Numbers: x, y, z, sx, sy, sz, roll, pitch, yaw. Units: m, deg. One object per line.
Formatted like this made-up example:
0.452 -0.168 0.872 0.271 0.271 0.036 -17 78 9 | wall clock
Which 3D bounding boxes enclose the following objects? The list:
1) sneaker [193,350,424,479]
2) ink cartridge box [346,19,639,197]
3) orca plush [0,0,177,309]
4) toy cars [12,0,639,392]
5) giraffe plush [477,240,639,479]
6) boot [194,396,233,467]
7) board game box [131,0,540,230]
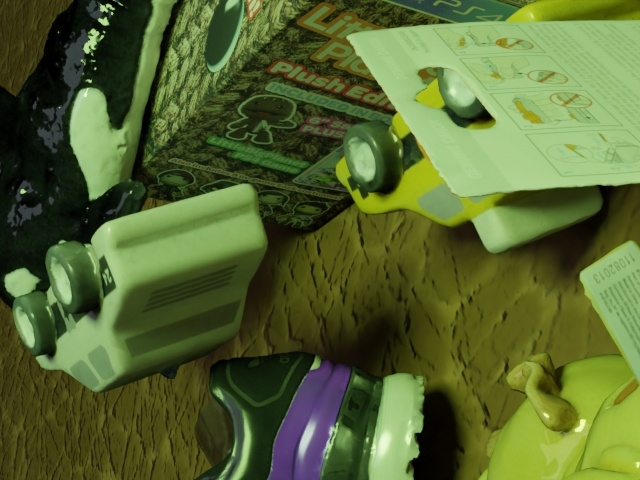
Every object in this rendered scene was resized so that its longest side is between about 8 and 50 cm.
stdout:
-0.048 0.196 0.657 0.102 0.146 0.293 175 110 -89 | sneaker
0.110 -0.033 0.417 0.145 0.179 0.045 -113 21 -60 | ink cartridge box
-0.158 -0.077 0.733 0.287 0.102 0.151 -59 34 34 | orca plush
0.000 0.000 0.605 0.394 0.176 0.087 -26 82 20 | toy cars
0.110 0.101 0.424 0.170 0.181 0.210 172 85 -85 | giraffe plush
-0.052 0.127 0.842 0.106 0.037 0.114 -65 26 21 | boot
0.001 -0.172 0.734 0.291 0.141 0.232 -36 49 53 | board game box
